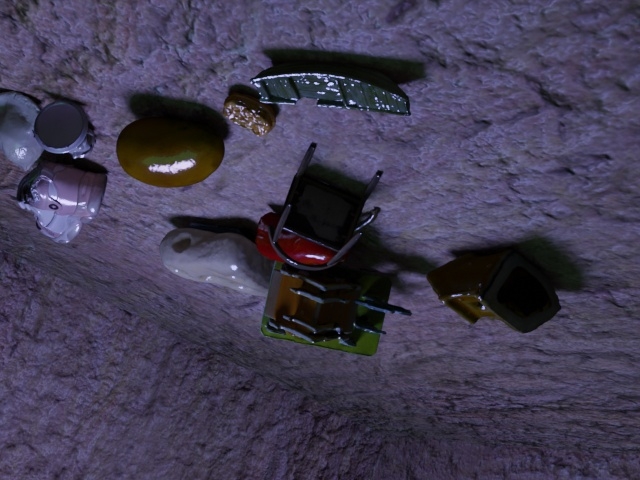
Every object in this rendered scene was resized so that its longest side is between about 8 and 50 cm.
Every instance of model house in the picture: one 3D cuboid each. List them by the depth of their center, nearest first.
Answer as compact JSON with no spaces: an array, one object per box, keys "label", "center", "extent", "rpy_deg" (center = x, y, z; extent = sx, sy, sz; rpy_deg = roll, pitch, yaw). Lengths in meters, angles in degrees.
[{"label":"model house","center":[0.382,0.132,1.696],"extent":[0.268,0.173,0.239],"rpy_deg":[38,151,-30]},{"label":"model house","center":[0.038,0.197,1.863],"extent":[0.358,0.242,0.313],"rpy_deg":[14,-174,-7]}]

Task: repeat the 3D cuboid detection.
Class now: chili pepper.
[{"label":"chili pepper","center":[0.001,0.005,1.780],"extent":[0.338,0.131,0.134],"rpy_deg":[3,148,37]}]

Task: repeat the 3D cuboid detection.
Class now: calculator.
[{"label":"calculator","center":[-0.296,-0.027,2.108],"extent":[0.172,0.018,0.057],"rpy_deg":[7,156,28]}]

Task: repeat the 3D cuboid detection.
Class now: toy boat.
[{"label":"toy boat","center":[0.022,-0.262,1.270],"extent":[0.293,0.055,0.093],"rpy_deg":[11,155,23]}]

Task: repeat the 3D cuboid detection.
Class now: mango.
[{"label":"mango","center":[-0.324,-0.190,1.617],"extent":[0.254,0.139,0.175],"rpy_deg":[5,160,18]}]

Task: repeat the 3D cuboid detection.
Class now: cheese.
[{"label":"cheese","center":[-0.266,0.077,2.154],"extent":[0.351,0.129,0.328],"rpy_deg":[2,159,36]}]

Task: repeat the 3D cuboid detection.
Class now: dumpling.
[{"label":"dumpling","center":[-0.762,-0.272,1.831],"extent":[0.166,0.126,0.216],"rpy_deg":[37,160,3]}]

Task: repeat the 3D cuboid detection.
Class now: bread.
[{"label":"bread","center":[-0.139,-0.250,1.447],"extent":[0.111,0.044,0.083],"rpy_deg":[27,155,-9]}]

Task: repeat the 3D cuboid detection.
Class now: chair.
[{"label":"chair","center":[0.000,-0.058,1.602],"extent":[0.188,0.166,0.272],"rpy_deg":[23,152,-5]}]

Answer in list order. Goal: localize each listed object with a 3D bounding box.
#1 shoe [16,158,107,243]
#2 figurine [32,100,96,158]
[{"label":"shoe","center":[-0.747,-0.124,2.066],"extent":[0.198,0.172,0.351],"rpy_deg":[23,147,-31]},{"label":"figurine","center":[-0.598,-0.251,1.763],"extent":[0.132,0.132,0.153],"rpy_deg":[18,171,6]}]
